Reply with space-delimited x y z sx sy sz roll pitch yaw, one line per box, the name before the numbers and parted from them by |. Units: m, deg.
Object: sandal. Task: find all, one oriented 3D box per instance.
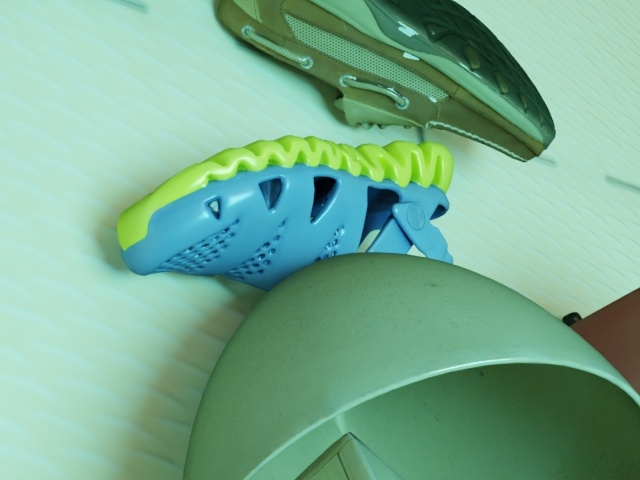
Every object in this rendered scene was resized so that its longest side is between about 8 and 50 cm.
sandal | 0.000 0.000 0.689 0.317 0.126 0.138 -6 79 -40

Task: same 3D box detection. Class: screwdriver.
screwdriver | 0.285 0.149 0.926 0.025 0.024 0.170 -27 93 -45

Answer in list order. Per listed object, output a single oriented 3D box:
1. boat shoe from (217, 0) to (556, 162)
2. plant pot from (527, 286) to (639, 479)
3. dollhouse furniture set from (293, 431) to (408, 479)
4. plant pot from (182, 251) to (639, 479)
boat shoe | 0.058 -0.161 0.810 0.324 0.120 0.122 30 35 -18
plant pot | 0.247 0.171 0.723 0.275 0.243 0.275 21 57 -36
dollhouse furniture set | 0.118 0.308 0.408 0.394 0.362 0.256 44 6 -23
plant pot | 0.037 0.117 0.595 0.284 0.284 0.191 20 27 -32
